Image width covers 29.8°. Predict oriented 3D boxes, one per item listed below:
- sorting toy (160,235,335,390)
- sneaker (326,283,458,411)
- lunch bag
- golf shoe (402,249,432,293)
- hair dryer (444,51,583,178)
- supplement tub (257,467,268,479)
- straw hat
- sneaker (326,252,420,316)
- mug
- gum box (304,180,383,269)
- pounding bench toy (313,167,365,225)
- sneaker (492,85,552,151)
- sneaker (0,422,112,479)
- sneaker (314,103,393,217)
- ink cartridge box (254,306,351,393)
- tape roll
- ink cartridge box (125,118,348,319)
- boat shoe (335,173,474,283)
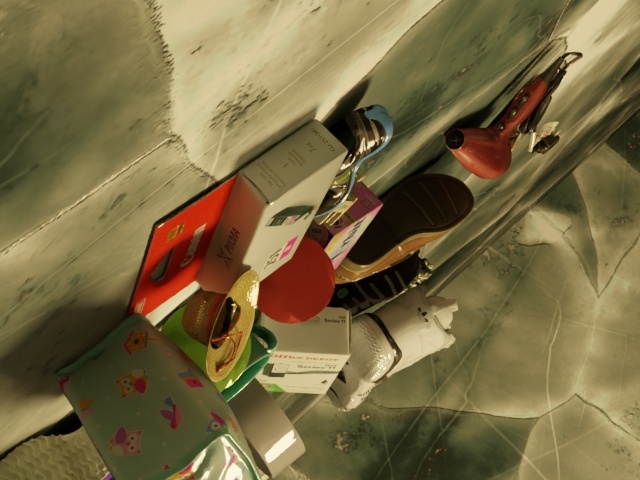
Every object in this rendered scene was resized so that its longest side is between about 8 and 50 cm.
[{"bbox_3d":[-0.151,0.119,1.642,0.365,0.127,0.126,-38,-162,-9],"label":"sorting toy"},{"bbox_3d":[0.119,0.195,2.194,0.210,0.137,0.366,-24,168,-21],"label":"sneaker"},{"bbox_3d":[-0.170,0.247,1.438,0.160,0.223,0.262,-37,144,-6],"label":"lunch bag"},{"bbox_3d":[0.144,0.081,2.452,0.120,0.105,0.273,-39,170,18],"label":"golf shoe"},{"bbox_3d":[0.310,-0.204,2.027,0.293,0.080,0.223,-30,142,-32],"label":"hair dryer"},{"bbox_3d":[-0.207,0.405,2.202,0.316,0.193,0.193,-40,169,-10],"label":"supplement tub"},{"bbox_3d":[-0.129,0.093,1.419,0.144,0.061,0.144,20,90,-74],"label":"straw hat"},{"bbox_3d":[0.047,0.102,2.230,0.281,0.106,0.162,-28,170,-18],"label":"sneaker"},{"bbox_3d":[-0.148,0.175,1.785,0.129,0.097,0.158,-46,169,14],"label":"mug"},{"bbox_3d":[0.000,0.000,1.727,0.107,0.062,0.188,-34,166,-38],"label":"gum box"},{"bbox_3d":[0.017,-0.067,1.561,0.083,0.052,0.065,-45,168,11],"label":"pounding bench toy"},{"bbox_3d":[0.353,-0.204,2.184,0.086,0.064,0.192,-19,151,-53],"label":"sneaker"},{"bbox_3d":[-0.345,0.317,1.620,0.146,0.102,0.293,-49,167,34],"label":"sneaker"},{"bbox_3d":[0.013,-0.097,1.446,0.078,0.067,0.188,-6,149,-37],"label":"sneaker"},{"bbox_3d":[-0.042,0.186,2.042,0.153,0.087,0.208,4,154,-10],"label":"ink cartridge box"},{"bbox_3d":[-0.121,0.286,1.985,0.072,0.219,0.219,-38,168,-15],"label":"tape roll"},{"bbox_3d":[-0.103,0.003,1.397,0.239,0.060,0.275,-38,168,-30],"label":"ink cartridge box"},{"bbox_3d":[0.121,-0.021,2.002,0.307,0.110,0.104,-23,164,-33],"label":"boat shoe"}]
